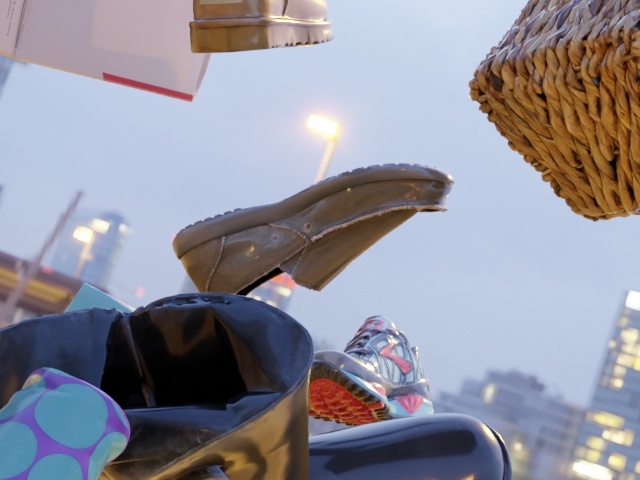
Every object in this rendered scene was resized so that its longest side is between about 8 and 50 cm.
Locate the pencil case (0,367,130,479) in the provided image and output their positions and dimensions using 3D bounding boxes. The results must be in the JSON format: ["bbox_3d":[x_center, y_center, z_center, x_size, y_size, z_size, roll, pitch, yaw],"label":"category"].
[{"bbox_3d":[-0.154,0.134,0.692,0.064,0.151,0.070,-4,-54,32],"label":"pencil case"}]

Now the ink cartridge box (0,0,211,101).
[{"bbox_3d":[-0.263,-0.233,1.368,0.207,0.117,0.283,10,9,-41],"label":"ink cartridge box"}]

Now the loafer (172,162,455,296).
[{"bbox_3d":[0.000,0.000,1.200,0.251,0.087,0.094,-18,-8,14],"label":"loafer"}]

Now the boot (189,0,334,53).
[{"bbox_3d":[-0.045,-0.283,1.073,0.089,0.269,0.236,0,10,9],"label":"boot"}]

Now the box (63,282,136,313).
[{"bbox_3d":[-0.160,0.100,1.247,0.100,0.060,0.244,32,-6,7],"label":"box"}]

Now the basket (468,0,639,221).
[{"bbox_3d":[0.309,-0.165,1.115,0.213,0.299,0.223,45,-25,-18],"label":"basket"}]

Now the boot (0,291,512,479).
[{"bbox_3d":[-0.022,0.153,1.055,0.367,0.146,0.445,-20,-31,-6],"label":"boot"}]

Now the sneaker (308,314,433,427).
[{"bbox_3d":[0.044,0.142,1.567,0.104,0.125,0.262,-8,-18,23],"label":"sneaker"}]
